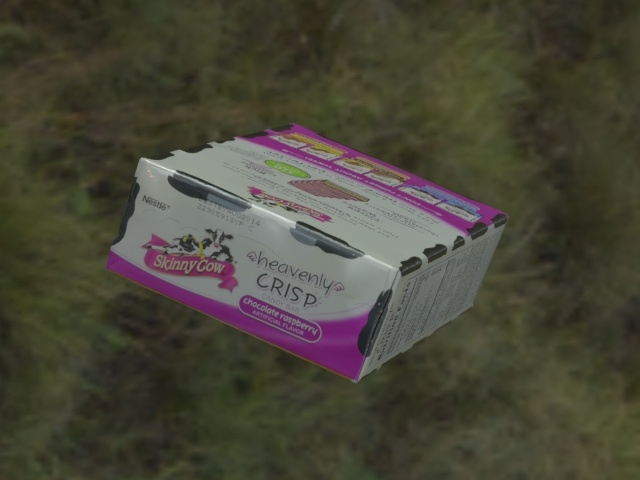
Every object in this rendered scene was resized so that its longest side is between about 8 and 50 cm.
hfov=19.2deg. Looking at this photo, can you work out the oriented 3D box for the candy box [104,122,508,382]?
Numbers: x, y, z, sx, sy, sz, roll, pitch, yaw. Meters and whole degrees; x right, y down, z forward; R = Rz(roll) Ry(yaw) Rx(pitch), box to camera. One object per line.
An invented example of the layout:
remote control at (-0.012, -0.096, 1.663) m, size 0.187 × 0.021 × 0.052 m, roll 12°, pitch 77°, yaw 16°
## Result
candy box at (0.000, 0.000, 1.100) m, size 0.233 × 0.159 × 0.071 m, roll -20°, pitch 131°, yaw -68°
